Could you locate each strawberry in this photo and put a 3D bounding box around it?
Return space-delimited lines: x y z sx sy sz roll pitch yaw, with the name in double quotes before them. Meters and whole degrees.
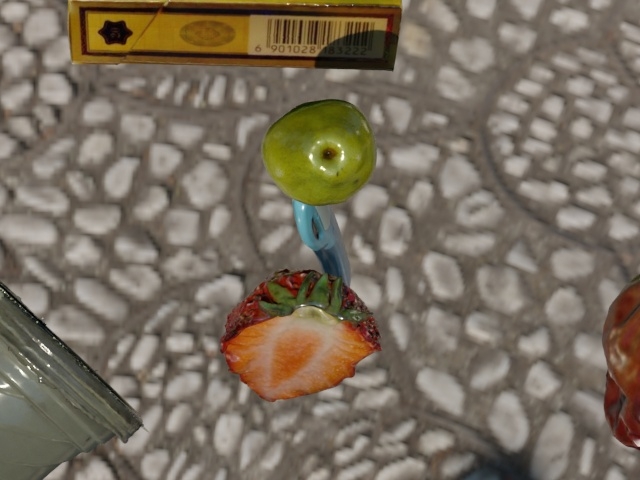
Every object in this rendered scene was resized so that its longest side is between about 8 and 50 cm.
"strawberry" -0.019 0.089 1.623 0.146 0.187 0.082 17 49 -9

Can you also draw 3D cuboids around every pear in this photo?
"pear" 0.001 -0.070 1.371 0.092 0.092 0.097 9 15 -2

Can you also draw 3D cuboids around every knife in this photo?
"knife" 0.000 0.000 1.648 0.031 0.222 0.064 1 65 12

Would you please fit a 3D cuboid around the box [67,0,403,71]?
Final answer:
"box" -0.081 -0.250 1.617 0.301 0.084 0.193 1 44 -4

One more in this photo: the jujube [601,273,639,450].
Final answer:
"jujube" 0.431 0.098 1.597 0.342 0.216 0.216 -6 55 -1

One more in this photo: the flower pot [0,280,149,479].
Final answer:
"flower pot" -0.273 0.128 1.476 0.235 0.235 0.140 38 79 18
